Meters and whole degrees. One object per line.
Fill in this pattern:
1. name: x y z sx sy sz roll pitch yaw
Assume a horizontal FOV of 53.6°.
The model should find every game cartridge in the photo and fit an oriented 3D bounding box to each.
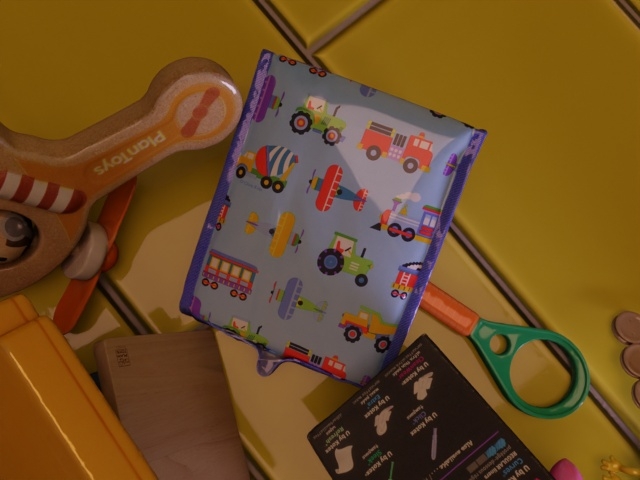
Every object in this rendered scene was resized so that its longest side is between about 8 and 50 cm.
1. game cartridge: -0.218 0.222 0.520 0.052 0.323 0.285 -31 84 -48

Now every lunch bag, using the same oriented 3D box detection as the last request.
1. lunch bag: 0.000 0.000 0.631 0.220 0.138 0.293 21 87 4

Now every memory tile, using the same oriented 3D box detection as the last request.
1. memory tile: 0.376 0.144 0.667 0.113 0.012 0.148 -2 65 -6

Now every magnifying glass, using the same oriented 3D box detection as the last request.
1. magnifying glass: 0.183 0.106 0.680 0.231 0.026 0.092 34 83 0

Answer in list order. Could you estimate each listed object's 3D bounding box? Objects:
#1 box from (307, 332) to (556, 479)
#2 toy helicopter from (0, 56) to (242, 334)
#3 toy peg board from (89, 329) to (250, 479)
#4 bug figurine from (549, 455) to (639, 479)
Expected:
1. box: 0.136 0.239 0.523 0.143 0.165 0.270 -41 49 0
2. toy helicopter: -0.225 -0.043 0.583 0.355 0.235 0.140 -29 50 1
3. toy peg board: -0.158 0.176 0.596 0.079 0.161 0.161 -22 77 21
4. bug figurine: 0.285 0.316 0.606 0.278 0.072 0.216 2 76 -15
